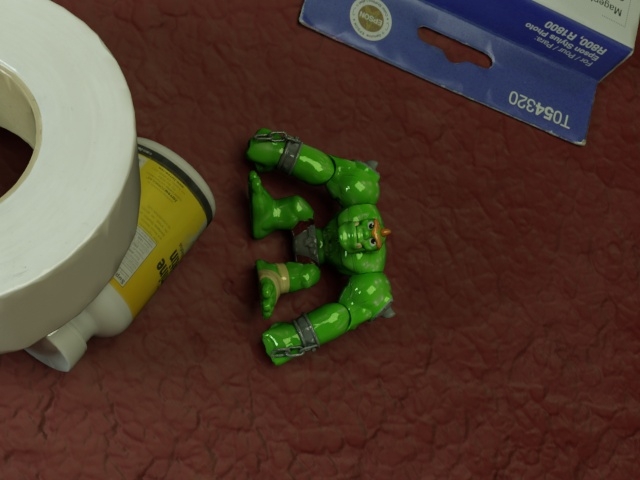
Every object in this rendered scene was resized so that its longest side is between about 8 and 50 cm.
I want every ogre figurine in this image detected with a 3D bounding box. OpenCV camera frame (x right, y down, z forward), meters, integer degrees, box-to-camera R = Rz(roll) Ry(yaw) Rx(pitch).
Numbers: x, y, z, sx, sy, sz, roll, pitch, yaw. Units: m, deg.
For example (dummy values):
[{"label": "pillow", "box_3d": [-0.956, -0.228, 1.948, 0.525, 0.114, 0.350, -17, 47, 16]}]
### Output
[{"label": "ogre figurine", "box_3d": [0.000, 0.000, 1.307, 0.118, 0.097, 0.197, -5, 64, -7]}]

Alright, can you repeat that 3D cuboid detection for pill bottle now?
[{"label": "pill bottle", "box_3d": [-0.174, 0.012, 1.216, 0.103, 0.103, 0.184, 41, 66, -10]}]

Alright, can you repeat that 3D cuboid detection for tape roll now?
[{"label": "tape roll", "box_3d": [-0.278, -0.056, 1.129, 0.286, 0.100, 0.286, 1, 63, -3]}]

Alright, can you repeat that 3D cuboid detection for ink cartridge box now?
[{"label": "ink cartridge box", "box_3d": [0.170, -0.301, 1.461, 0.324, 0.071, 0.330, 21, 69, -19]}]
